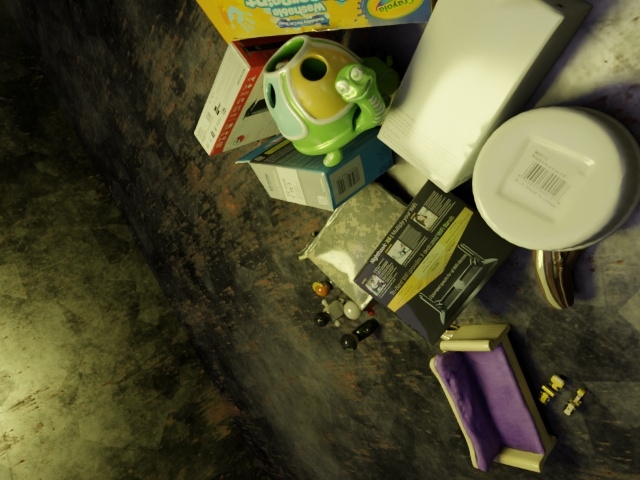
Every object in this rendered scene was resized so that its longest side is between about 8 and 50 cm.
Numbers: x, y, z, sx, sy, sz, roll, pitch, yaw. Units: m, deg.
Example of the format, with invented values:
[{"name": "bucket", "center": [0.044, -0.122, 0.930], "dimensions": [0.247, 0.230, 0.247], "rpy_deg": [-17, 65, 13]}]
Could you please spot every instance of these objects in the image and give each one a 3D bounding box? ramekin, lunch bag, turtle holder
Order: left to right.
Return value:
[{"name": "turtle holder", "center": [0.000, -0.306, 0.993], "dimensions": [0.243, 0.320, 0.227], "rpy_deg": [-36, 126, 16]}, {"name": "lunch bag", "center": [0.138, -0.002, 1.244], "dimensions": [0.235, 0.169, 0.287], "rpy_deg": [43, 113, 17]}, {"name": "ramekin", "center": [0.418, -0.110, 0.835], "dimensions": [0.277, 0.135, 0.277], "rpy_deg": [6, 100, 38]}]

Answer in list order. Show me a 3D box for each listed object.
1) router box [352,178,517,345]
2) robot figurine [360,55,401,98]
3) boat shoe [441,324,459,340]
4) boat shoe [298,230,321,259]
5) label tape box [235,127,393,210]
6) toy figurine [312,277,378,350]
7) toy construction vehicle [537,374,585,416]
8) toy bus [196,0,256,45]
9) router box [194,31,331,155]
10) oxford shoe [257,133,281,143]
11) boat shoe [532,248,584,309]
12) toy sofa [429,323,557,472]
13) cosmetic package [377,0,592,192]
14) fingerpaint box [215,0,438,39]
[{"name": "router box", "center": [0.263, 0.049, 1.075], "dimensions": [0.243, 0.081, 0.308], "rpy_deg": [39, 105, 14]}, {"name": "robot figurine", "center": [0.138, -0.388, 1.088], "dimensions": [0.115, 0.067, 0.101], "rpy_deg": [44, 131, 19]}, {"name": "boat shoe", "center": [0.328, 0.241, 1.293], "dimensions": [0.135, 0.050, 0.045], "rpy_deg": [15, 121, 30]}, {"name": "boat shoe", "center": [0.000, 0.000, 1.482], "dimensions": [0.224, 0.080, 0.073], "rpy_deg": [-28, 86, 46]}, {"name": "label tape box", "center": [-0.022, -0.208, 1.224], "dimensions": [0.348, 0.249, 0.115], "rpy_deg": [15, 133, 43]}, {"name": "toy figurine", "center": [0.077, 0.221, 1.472], "dimensions": [0.210, 0.148, 0.213], "rpy_deg": [30, 133, 33]}, {"name": "toy construction vehicle", "center": [0.583, 0.373, 1.109], "dimensions": [0.086, 0.035, 0.098], "rpy_deg": [39, 135, 41]}, {"name": "toy bus", "center": [-0.273, -0.693, 1.298], "dimensions": [0.332, 0.130, 0.108], "rpy_deg": [55, 141, 7]}, {"name": "router box", "center": [-0.149, -0.391, 1.216], "dimensions": [0.082, 0.301, 0.335], "rpy_deg": [55, 142, 7]}, {"name": "oxford shoe", "center": [-0.245, -0.391, 1.483], "dimensions": [0.271, 0.098, 0.096], "rpy_deg": [33, 134, 30]}, {"name": "boat shoe", "center": [0.492, 0.022, 0.938], "dimensions": [0.095, 0.095, 0.257], "rpy_deg": [-10, 105, 44]}, {"name": "toy sofa", "center": [0.441, 0.406, 1.167], "dimensions": [0.150, 0.177, 0.362], "rpy_deg": [-16, 100, 51]}, {"name": "cosmetic package", "center": [0.293, -0.313, 0.898], "dimensions": [0.217, 0.156, 0.385], "rpy_deg": [45, 138, 18]}, {"name": "fingerpaint box", "center": [-0.019, -0.590, 0.835], "dimensions": [0.445, 0.163, 0.371], "rpy_deg": [5, 147, 22]}]
